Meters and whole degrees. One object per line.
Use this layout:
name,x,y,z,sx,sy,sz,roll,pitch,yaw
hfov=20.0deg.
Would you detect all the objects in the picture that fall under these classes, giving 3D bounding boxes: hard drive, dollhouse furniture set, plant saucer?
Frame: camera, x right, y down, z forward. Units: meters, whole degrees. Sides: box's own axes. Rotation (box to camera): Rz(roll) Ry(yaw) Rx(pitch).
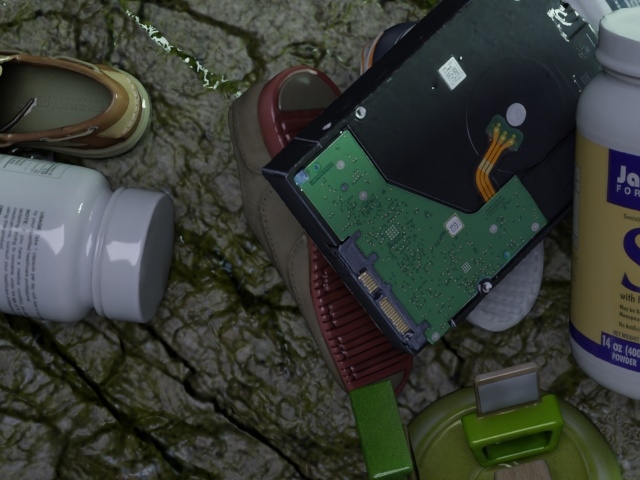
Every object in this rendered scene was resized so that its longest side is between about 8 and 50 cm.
hard drive,0.135,-0.088,1.711,0.339,0.064,0.237,-45,114,-15
dollhouse furniture set,0.159,0.272,1.629,0.197,0.151,0.301,-14,54,0
plant saucer,0.178,0.249,1.773,0.241,0.037,0.241,-2,68,4

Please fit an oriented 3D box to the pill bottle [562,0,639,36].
pill bottle,0.294,-0.259,1.816,0.180,0.108,0.108,-36,80,1

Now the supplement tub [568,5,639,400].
supplement tub,0.351,-0.037,1.662,0.241,0.241,0.331,1,109,8

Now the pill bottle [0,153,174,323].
pill bottle,-0.301,-0.003,1.836,0.283,0.160,0.160,9,84,9

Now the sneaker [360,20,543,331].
sneaker,0.128,-0.068,1.816,0.126,0.127,0.321,-22,105,-24

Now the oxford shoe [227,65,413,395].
oxford shoe,0.000,0.000,1.838,0.123,0.130,0.348,-17,93,-36

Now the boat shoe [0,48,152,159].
boat shoe,-0.342,-0.150,1.881,0.324,0.120,0.122,-1,82,7
